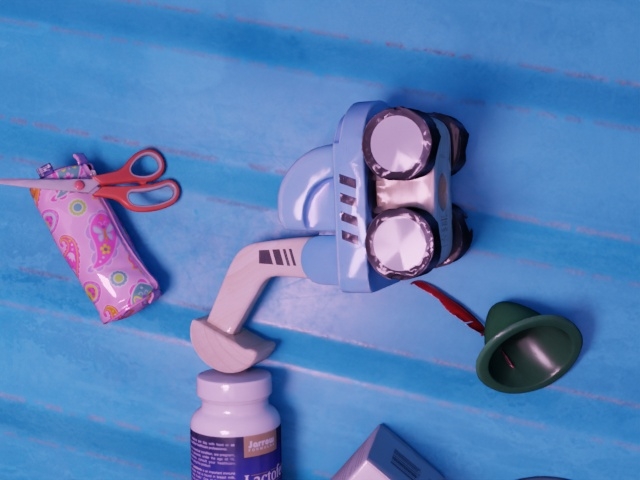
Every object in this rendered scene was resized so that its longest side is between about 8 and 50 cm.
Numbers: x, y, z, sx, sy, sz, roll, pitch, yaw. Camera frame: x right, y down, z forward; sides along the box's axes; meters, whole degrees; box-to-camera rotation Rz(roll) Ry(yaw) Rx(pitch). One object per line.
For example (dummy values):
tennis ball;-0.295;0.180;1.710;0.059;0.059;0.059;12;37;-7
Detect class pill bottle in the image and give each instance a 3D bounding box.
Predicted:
pill bottle;-0.141;0.352;1.512;0.153;0.153;0.264;0;96;11

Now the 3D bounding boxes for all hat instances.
hat;0.298;0.122;1.475;0.173;0.183;0.208;-42;129;18

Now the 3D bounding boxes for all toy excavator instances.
toy excavator;0.000;0.000;1.449;0.445;0.222;0.433;1;96;24

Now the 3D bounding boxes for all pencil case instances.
pencil case;-0.381;-0.001;1.541;0.124;0.124;0.284;-30;87;12

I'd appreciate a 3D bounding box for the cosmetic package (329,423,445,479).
cosmetic package;0.025;0.498;1.475;0.155;0.197;0.365;40;103;4

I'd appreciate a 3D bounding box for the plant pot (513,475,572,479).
plant pot;0.347;0.576;1.352;0.341;0.334;0.341;1;97;10

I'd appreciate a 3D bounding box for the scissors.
scissors;-0.377;-0.081;1.494;0.297;0.021;0.109;-14;85;-29
